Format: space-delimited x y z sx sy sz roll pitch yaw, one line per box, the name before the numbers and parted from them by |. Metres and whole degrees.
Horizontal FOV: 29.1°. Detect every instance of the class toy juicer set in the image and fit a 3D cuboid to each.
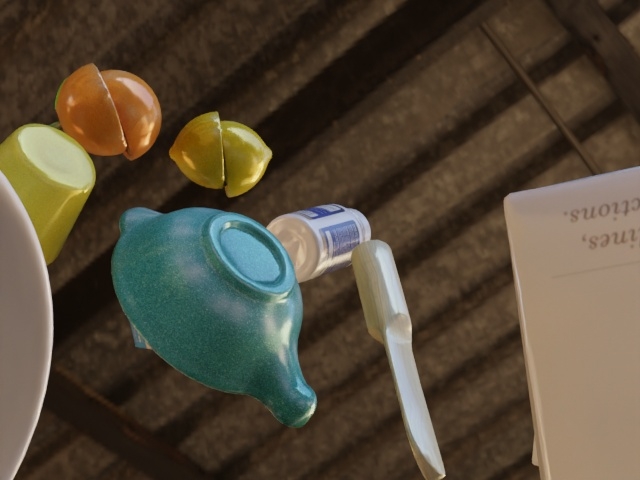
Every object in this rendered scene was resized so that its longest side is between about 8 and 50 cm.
toy juicer set | -0.060 0.015 0.797 0.329 0.209 0.089 35 -59 -14

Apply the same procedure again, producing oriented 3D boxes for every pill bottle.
pill bottle | 0.000 0.000 1.210 0.120 0.067 0.067 -16 -37 -58

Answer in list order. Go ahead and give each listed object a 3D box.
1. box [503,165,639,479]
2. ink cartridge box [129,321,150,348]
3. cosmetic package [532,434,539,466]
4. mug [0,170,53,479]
box | 0.155 0.070 0.322 0.181 0.182 0.119 -11 -20 15
ink cartridge box | -0.126 0.079 1.325 0.104 0.180 0.060 -13 -85 -30
cosmetic package | 0.313 0.145 1.384 0.117 0.085 0.231 5 -94 -18
mug | -0.366 0.006 0.575 0.374 0.328 0.276 22 -90 -46
